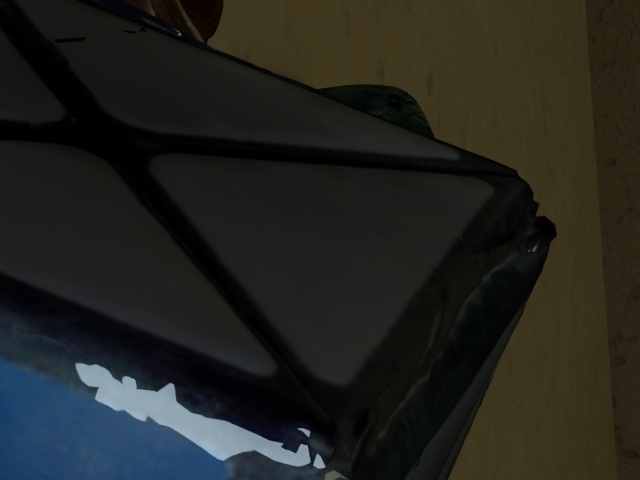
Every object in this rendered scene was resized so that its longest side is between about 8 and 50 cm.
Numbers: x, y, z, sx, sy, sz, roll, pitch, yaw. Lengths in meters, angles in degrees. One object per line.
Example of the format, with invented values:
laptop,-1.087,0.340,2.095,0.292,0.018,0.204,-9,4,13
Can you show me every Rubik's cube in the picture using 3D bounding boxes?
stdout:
Rubik's cube,-0.113,0.093,0.714,0.310,0.305,0.307,-50,160,-64

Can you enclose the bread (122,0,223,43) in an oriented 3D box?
bread,-0.117,-0.188,1.182,0.160,0.073,0.160,2,90,-72

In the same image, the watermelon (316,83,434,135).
watermelon,0.000,0.000,1.493,0.226,0.148,0.318,111,-24,-44
